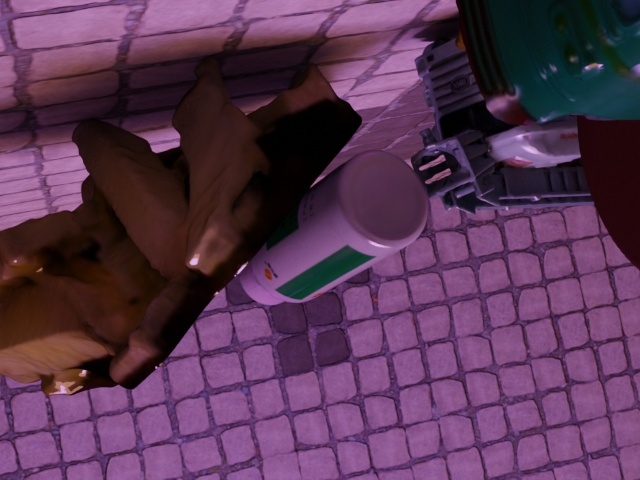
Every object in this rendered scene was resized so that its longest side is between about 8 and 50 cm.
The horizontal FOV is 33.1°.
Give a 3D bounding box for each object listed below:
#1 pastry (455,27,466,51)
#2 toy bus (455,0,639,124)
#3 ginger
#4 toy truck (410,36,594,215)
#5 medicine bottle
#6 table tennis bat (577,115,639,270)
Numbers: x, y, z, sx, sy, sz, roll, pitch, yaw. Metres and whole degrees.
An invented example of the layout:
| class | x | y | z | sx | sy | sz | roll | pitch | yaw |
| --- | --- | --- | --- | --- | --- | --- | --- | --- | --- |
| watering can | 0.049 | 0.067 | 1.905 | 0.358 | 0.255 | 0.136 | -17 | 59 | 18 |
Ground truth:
| class | x | y | z | sx | sy | sz | roll | pitch | yaw |
| --- | --- | --- | --- | --- | --- | --- | --- | --- | --- |
| pastry | 0.166 | -0.175 | 0.647 | 0.188 | 0.103 | 0.189 | -11 | 175 | -1 |
| toy bus | 0.248 | -0.157 | 0.472 | 0.343 | 0.184 | 0.199 | -7 | 176 | -14 |
| ginger | -0.164 | -0.032 | 0.964 | 0.413 | 0.211 | 0.358 | -48 | -172 | -8 |
| toy truck | 0.228 | -0.118 | 1.012 | 0.338 | 0.185 | 0.133 | -8 | 174 | -38 |
| medicine bottle | 0.000 | 0.000 | 1.027 | 0.095 | 0.095 | 0.260 | -9 | 167 | -31 |
| table tennis bat | 0.278 | -0.082 | 0.731 | 0.051 | 0.268 | 0.415 | -1 | -162 | -14 |
